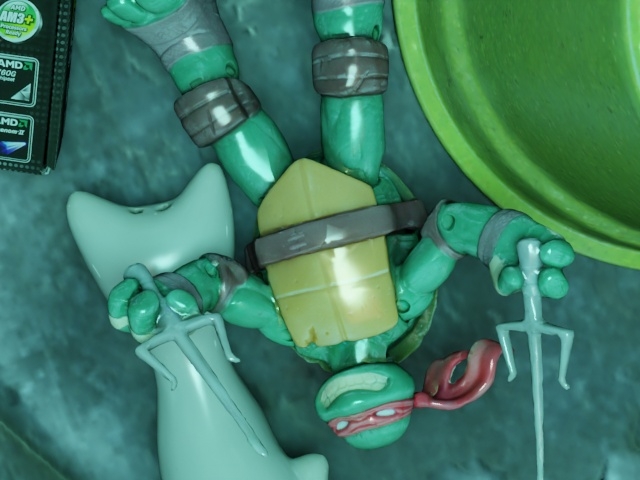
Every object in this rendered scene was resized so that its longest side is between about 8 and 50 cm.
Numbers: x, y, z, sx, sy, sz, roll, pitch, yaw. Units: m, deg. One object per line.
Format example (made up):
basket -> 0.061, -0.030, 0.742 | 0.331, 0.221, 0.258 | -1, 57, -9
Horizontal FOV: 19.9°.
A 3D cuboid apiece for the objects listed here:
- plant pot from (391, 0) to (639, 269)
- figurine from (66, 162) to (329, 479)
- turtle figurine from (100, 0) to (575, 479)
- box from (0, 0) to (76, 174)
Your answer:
plant pot -> 0.175, -0.097, 0.681 | 0.276, 0.254, 0.276 | -1, 101, -3
figurine -> -0.108, 0.086, 0.788 | 0.215, 0.092, 0.209 | -18, 97, -1
turtle figurine -> 0.000, 0.000, 0.726 | 0.175, 0.118, 0.234 | -16, 85, -3
box -> -0.191, -0.126, 0.735 | 0.191, 0.045, 0.184 | 9, 123, -5
